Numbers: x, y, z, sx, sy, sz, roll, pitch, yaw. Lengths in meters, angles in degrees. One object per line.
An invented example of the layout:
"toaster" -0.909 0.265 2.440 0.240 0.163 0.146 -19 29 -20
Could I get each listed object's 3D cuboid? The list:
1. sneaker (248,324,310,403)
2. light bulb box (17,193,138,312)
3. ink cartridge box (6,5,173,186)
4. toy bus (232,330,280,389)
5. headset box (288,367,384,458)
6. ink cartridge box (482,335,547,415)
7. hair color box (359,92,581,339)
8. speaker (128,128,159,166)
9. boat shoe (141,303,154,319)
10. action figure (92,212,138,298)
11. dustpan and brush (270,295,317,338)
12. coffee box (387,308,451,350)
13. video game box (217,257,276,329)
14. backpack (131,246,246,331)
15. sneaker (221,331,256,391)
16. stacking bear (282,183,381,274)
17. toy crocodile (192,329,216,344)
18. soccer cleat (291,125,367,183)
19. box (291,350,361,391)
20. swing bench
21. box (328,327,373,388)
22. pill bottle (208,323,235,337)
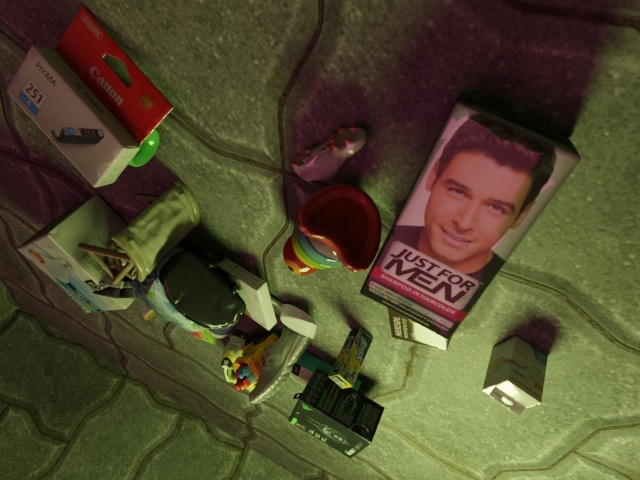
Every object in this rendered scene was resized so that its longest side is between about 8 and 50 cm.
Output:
"sneaker" -0.153 0.411 1.400 0.115 0.281 0.105 31 162 19
"light bulb box" -0.844 0.064 1.545 0.361 0.225 0.358 -12 123 41
"ink cartridge box" -0.519 -0.316 0.934 0.261 0.066 0.296 -41 94 21
"toy bus" -0.240 0.447 1.503 0.220 0.211 0.149 -23 102 52
"headset box" 0.038 0.597 1.449 0.283 0.131 0.246 29 140 7
"ink cartridge box" 0.447 0.315 0.962 0.092 0.143 0.090 33 141 1
"hair color box" 0.227 -0.028 0.710 0.185 0.113 0.375 27 122 8
"speaker" -0.561 -0.307 1.048 0.296 0.131 0.131 32 141 3
"boat shoe" -0.609 0.219 1.554 0.096 0.098 0.277 54 177 -3
"action figure" -0.639 0.046 1.369 0.099 0.285 0.185 13 171 1
"dustpan and brush" -0.103 0.233 1.343 0.211 0.060 0.147 22 150 5
"coffee box" 0.231 0.126 0.956 0.141 0.098 0.247 10 135 26
"video game box" -0.234 0.173 1.344 0.187 0.048 0.205 25 141 29
"backpack" -0.442 0.145 1.330 0.290 0.273 0.355 52 168 -32
"sneaker" -0.333 0.539 1.734 0.145 0.147 0.385 12 137 23
"stacking bear" 0.000 0.000 0.947 0.175 0.164 0.289 39 152 -8
"toy crocodile" -0.482 0.303 1.630 0.115 0.105 0.341 17 138 21
"soccer cleat" 0.025 -0.168 0.836 0.196 0.068 0.076 -16 135 45
"box" 0.018 0.492 1.508 0.244 0.060 0.101 26 140 10
"swing bench" -0.497 -0.019 1.196 0.254 0.253 0.165 -7 126 40
"box" 0.090 0.339 1.216 0.059 0.169 0.054 44 139 -13
"pill bottle" -0.353 0.281 1.512 0.112 0.112 0.187 33 141 2
